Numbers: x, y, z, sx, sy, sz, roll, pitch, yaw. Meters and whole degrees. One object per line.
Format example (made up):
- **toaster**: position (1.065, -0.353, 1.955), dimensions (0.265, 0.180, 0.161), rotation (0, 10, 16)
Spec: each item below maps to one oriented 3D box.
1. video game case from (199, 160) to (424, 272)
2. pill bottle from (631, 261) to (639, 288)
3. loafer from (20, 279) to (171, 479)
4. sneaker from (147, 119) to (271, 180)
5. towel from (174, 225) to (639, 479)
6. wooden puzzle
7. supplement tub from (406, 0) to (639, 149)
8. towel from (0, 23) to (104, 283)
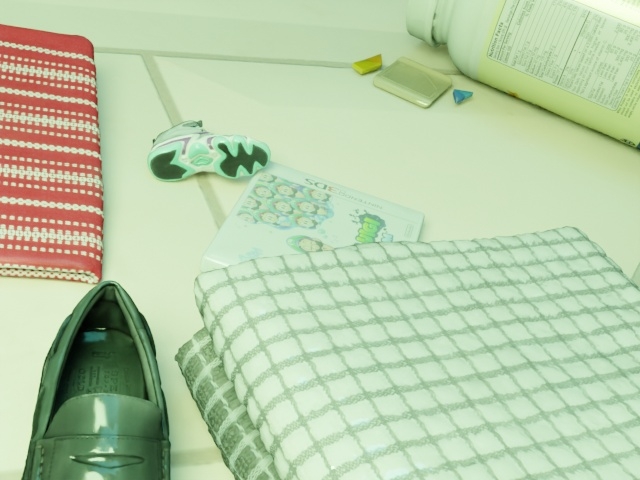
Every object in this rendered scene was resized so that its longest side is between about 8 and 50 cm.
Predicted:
- **video game case**: position (0.000, 0.000, 0.739), dimensions (0.143, 0.019, 0.157), rotation (19, 34, 4)
- **pill bottle**: position (0.303, 0.053, 0.755), dimensions (0.116, 0.065, 0.065), rotation (21, 34, 6)
- **loafer**: position (-0.113, 0.109, 0.482), dimensions (0.076, 0.078, 0.223), rotation (5, 36, -16)
- **sneaker**: position (-0.091, -0.080, 0.787), dimensions (0.098, 0.038, 0.069), rotation (-2, 32, -7)
- **towel**: position (0.088, 0.104, 0.548), dimensions (0.284, 0.121, 0.235), rotation (-7, 39, -28)
- **wooden puzzle**: position (0.097, -0.168, 1.025), dimensions (0.116, 0.014, 0.078), rotation (31, 41, 20)
- **supplement tub**: position (0.279, -0.250, 1.021), dimensions (0.325, 0.235, 0.235), rotation (26, 35, 13)
- **towel**: position (-0.261, -0.079, 0.702), dimensions (0.199, 0.031, 0.275), rotation (5, 44, -20)
